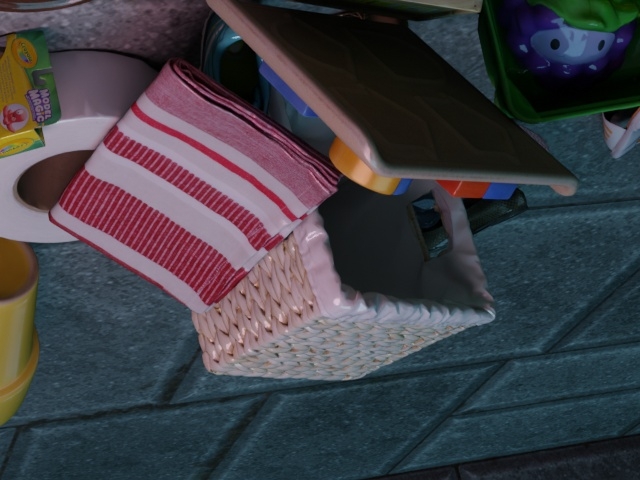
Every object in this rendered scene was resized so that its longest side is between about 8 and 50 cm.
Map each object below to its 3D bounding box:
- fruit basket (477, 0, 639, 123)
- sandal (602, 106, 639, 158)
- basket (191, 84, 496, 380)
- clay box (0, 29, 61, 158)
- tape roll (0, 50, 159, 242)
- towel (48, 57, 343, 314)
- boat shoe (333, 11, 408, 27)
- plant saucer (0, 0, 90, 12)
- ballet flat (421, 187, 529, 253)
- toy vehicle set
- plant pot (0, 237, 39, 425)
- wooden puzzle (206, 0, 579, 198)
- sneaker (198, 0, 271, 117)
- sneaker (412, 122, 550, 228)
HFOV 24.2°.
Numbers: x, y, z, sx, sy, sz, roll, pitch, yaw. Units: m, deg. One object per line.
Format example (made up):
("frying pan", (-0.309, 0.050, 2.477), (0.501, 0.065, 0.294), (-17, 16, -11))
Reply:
("fruit basket", (0.361, -0.294, 1.667), (0.392, 0.282, 0.392), (-12, 174, -1))
("sandal", (0.455, -0.196, 2.146), (0.102, 0.076, 0.265), (-38, 170, -6))
("basket", (0.000, 0.000, 1.958), (0.266, 0.328, 0.331), (-32, 155, 34))
("clay box", (-0.398, -0.146, 1.654), (0.222, 0.127, 0.053), (-14, 158, -1))
("tape roll", (-0.306, -0.108, 1.814), (0.286, 0.100, 0.286), (-13, 153, -7))
("towel", (-0.154, -0.050, 1.734), (0.237, 0.037, 0.329), (33, 135, -15))
("boat shoe", (0.039, -0.250, 1.792), (0.135, 0.050, 0.045), (-16, 162, 1))
("plant saucer", (-0.272, -0.311, 1.463), (0.311, 0.050, 0.310), (-13, 158, -5))
("ballet flat", (0.226, -0.030, 2.423), (0.250, 0.058, 0.084), (-26, 177, 37))
("toy vehicle set", (0.057, -0.263, 1.565), (0.166, 0.035, 0.267), (7, -175, -11))
("plant pot", (-0.493, 0.104, 2.044), (0.254, 0.254, 0.239), (0, 138, -32))
("wooden puzzle", (0.070, -0.142, 1.604), (0.348, 0.322, 0.080), (6, 123, -45))
("sneaker", (-0.102, -0.140, 1.722), (0.107, 0.110, 0.275), (-3, 117, -6))
("sneaker", (0.197, -0.095, 2.193), (0.269, 0.101, 0.153), (-9, 158, -2))
